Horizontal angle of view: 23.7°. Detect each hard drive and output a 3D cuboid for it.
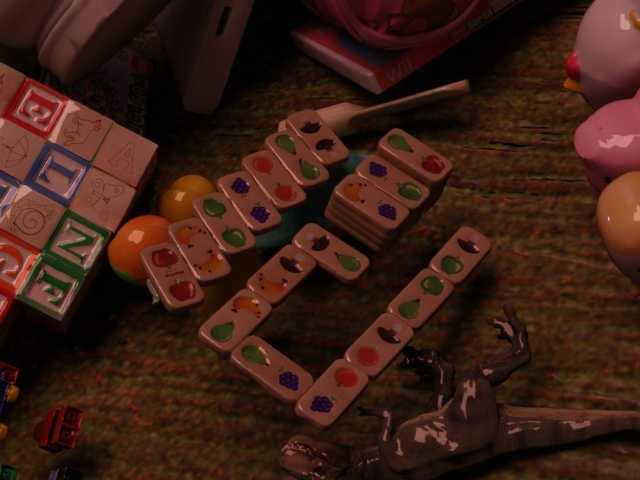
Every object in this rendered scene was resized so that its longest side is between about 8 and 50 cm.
[{"bbox_3d":[-0.124,-0.295,1.546,0.040,0.203,0.307,7,34,-23],"label":"hard drive"}]

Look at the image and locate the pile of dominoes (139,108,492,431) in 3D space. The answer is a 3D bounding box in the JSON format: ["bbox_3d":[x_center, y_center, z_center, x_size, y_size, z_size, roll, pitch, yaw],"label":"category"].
[{"bbox_3d":[0.000,0.000,1.124,0.196,0.040,0.251,34,49,14],"label":"pile of dominoes"}]

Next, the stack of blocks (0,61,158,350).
[{"bbox_3d":[-0.280,0.016,1.283,0.171,0.087,0.297,28,74,-1],"label":"stack of blocks"}]

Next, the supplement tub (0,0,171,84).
[{"bbox_3d":[-0.276,-0.321,1.397,0.228,0.316,0.228,-44,1,1],"label":"supplement tub"}]

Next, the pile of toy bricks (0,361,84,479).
[{"bbox_3d":[-0.265,0.206,1.161,0.105,0.118,0.212,-22,48,51],"label":"pile of toy bricks"}]

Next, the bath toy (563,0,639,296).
[{"bbox_3d":[0.257,-0.057,1.132,0.151,0.129,0.348,4,41,-13],"label":"bath toy"}]

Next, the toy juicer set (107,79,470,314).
[{"bbox_3d":[-0.034,-0.032,1.301,0.329,0.089,0.209,-35,20,-35],"label":"toy juicer set"}]

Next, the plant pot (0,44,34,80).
[{"bbox_3d":[-0.394,-0.191,1.539,0.276,0.276,0.254,-22,51,5],"label":"plant pot"}]

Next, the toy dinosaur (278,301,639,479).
[{"bbox_3d":[0.105,0.115,1.078,0.268,0.064,0.118,-13,49,13],"label":"toy dinosaur"}]

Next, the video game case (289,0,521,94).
[{"bbox_3d":[0.126,-0.244,1.440,0.285,0.025,0.204,-34,28,-8],"label":"video game case"}]

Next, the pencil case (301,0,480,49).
[{"bbox_3d":[0.027,-0.300,1.429,0.167,0.160,0.386,-29,26,-6],"label":"pencil case"}]

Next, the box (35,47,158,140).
[{"bbox_3d":[-0.219,-0.121,1.462,0.036,0.114,0.207,-52,26,35],"label":"box"}]
